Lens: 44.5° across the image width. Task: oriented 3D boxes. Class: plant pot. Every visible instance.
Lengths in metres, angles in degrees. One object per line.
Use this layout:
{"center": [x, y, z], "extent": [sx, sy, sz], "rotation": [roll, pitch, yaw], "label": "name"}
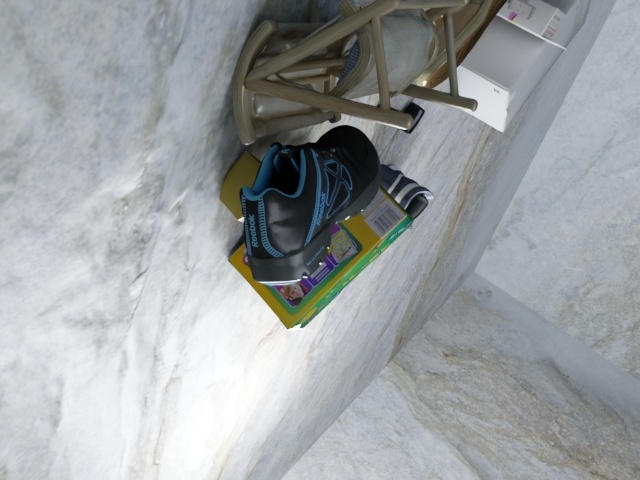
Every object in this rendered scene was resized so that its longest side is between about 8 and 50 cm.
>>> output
{"center": [-0.102, -0.071, 1.172], "extent": [0.083, 0.081, 0.081], "rotation": [-44, 163, 4], "label": "plant pot"}

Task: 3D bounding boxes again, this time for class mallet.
{"center": [0.151, -0.247, 1.579], "extent": [0.189, 0.039, 0.062], "rotation": [-14, 138, -57], "label": "mallet"}

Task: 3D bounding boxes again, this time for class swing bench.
{"center": [0.047, -0.234, 1.059], "extent": [0.253, 0.254, 0.165], "rotation": [-27, 113, -57], "label": "swing bench"}

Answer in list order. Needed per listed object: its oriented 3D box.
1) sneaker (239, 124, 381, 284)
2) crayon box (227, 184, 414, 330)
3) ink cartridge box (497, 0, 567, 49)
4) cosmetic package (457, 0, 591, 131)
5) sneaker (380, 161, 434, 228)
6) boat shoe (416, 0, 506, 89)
{"center": [-0.006, -0.088, 1.083], "extent": [0.341, 0.125, 0.140], "rotation": [-60, 143, -49], "label": "sneaker"}
{"center": [0.000, 0.000, 1.323], "extent": [0.278, 0.165, 0.081], "rotation": [-44, 164, 6], "label": "crayon box"}
{"center": [0.435, -0.473, 1.627], "extent": [0.067, 0.198, 0.115], "rotation": [-62, 161, 20], "label": "ink cartridge box"}
{"center": [0.466, -0.459, 1.803], "extent": [0.366, 0.155, 0.197], "rotation": [-50, 161, -12], "label": "cosmetic package"}
{"center": [0.175, -0.096, 1.704], "extent": [0.099, 0.153, 0.282], "rotation": [-57, 162, 7], "label": "sneaker"}
{"center": [0.251, -0.414, 1.413], "extent": [0.341, 0.110, 0.122], "rotation": [-53, 174, -18], "label": "boat shoe"}
